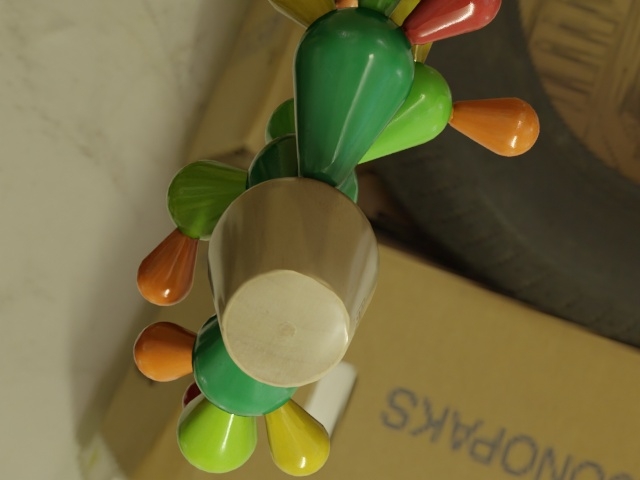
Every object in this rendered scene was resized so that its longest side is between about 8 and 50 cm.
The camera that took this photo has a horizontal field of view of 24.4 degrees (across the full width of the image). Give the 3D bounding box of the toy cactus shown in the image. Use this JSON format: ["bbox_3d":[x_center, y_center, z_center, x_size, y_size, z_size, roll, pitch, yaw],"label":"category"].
[{"bbox_3d":[0.000,0.000,0.468,0.112,0.219,0.180,29,-162,-9],"label":"toy cactus"}]

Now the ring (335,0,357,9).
[{"bbox_3d":[-0.040,-0.288,1.312,0.337,0.032,0.336,30,-155,-16],"label":"ring"}]
